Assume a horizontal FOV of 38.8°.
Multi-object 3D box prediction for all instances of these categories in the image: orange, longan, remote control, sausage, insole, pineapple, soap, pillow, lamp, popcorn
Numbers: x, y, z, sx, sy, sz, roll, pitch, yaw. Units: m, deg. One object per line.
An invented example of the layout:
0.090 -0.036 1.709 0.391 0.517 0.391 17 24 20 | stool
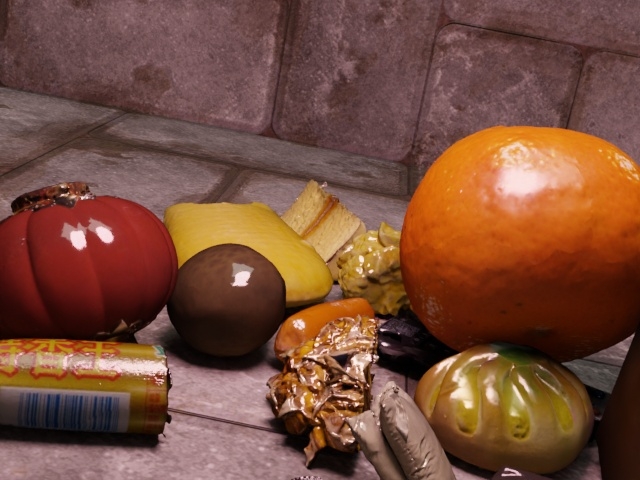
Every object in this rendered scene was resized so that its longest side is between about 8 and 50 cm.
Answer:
0.324 0.006 1.399 0.423 0.424 0.326 6 57 -13 | orange
-0.146 0.096 1.444 0.198 0.198 0.212 4 6 -20 | longan
0.275 0.224 1.484 0.398 0.062 0.144 20 20 24 | remote control
0.010 0.150 1.504 0.098 0.098 0.238 22 18 32 | sausage
0.123 0.151 1.725 0.065 0.004 0.197 11 18 2 | insole
-0.350 0.180 1.164 0.317 0.117 0.125 7 9 -13 | sausage
0.004 0.183 1.291 0.161 0.158 0.334 12 18 7 | pineapple
-0.145 0.033 1.762 0.306 0.115 0.427 8 18 -20 | soap
0.112 0.267 1.105 0.077 0.181 0.134 -29 -1 16 | pillow
-0.355 0.053 1.305 0.303 0.257 0.303 -19 -4 -1 | lamp
0.130 0.074 1.732 0.195 0.168 0.173 44 -14 -30 | popcorn

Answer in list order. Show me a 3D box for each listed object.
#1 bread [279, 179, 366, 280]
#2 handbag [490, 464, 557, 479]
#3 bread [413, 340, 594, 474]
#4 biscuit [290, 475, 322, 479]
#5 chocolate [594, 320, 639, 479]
0.000 0.000 1.954 0.178 0.142 0.266 -35 30 -6 | bread
0.297 0.372 1.017 0.246 0.080 0.223 15 25 8 | handbag
0.278 0.243 1.276 0.260 0.158 0.156 0 23 -22 | bread
-0.010 0.314 1.088 0.087 0.027 0.089 14 17 15 | biscuit
0.571 0.259 1.176 0.296 0.314 0.326 15 12 -17 | chocolate
